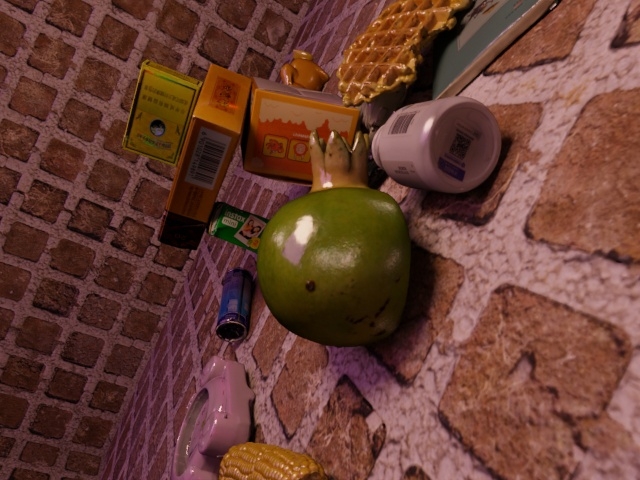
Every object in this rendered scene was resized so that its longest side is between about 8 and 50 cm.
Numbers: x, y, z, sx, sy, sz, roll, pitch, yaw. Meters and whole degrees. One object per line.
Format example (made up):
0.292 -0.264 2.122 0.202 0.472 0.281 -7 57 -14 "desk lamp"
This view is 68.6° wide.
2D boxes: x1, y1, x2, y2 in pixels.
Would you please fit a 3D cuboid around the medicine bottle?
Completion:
0.165 -0.148 0.738 0.135 0.135 0.215 -65 21 2 "medicine bottle"

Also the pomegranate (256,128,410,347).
0.000 0.000 0.768 0.309 0.215 0.359 -166 71 -78 "pomegranate"

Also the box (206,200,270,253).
-0.188 -0.023 1.291 0.103 0.249 0.180 -68 20 -3 "box"

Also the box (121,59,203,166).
-0.392 -0.309 1.159 0.064 0.140 0.220 -102 35 -58 "box"

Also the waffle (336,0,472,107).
0.147 -0.395 0.947 0.300 0.058 0.282 -41 37 16 "waffle"

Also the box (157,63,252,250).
-0.302 -0.200 1.206 0.265 0.115 0.415 -92 25 -45 "box"

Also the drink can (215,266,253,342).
-0.264 0.196 1.460 0.097 0.097 0.235 -53 25 31 "drink can"

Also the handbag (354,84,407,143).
0.132 -0.345 1.128 0.256 0.079 0.219 -93 21 -50 "handbag"

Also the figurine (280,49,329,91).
-0.079 -0.568 1.735 0.228 0.215 0.215 -45 18 -12 "figurine"

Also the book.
0.305 -0.458 0.881 0.264 0.031 0.380 -40 33 50 "book"

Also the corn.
-0.088 0.402 0.804 0.305 0.106 0.106 -33 39 52 "corn"

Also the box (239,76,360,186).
-0.071 -0.290 1.241 0.284 0.259 0.214 -114 32 -64 "box"

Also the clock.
-0.277 0.486 1.154 0.322 0.113 0.295 -62 22 14 "clock"

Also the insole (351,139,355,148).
0.075 -0.217 1.176 0.253 0.005 0.086 -114 32 -64 "insole"

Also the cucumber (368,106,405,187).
0.129 -0.169 0.968 0.078 0.062 0.211 -37 -18 -54 "cucumber"
